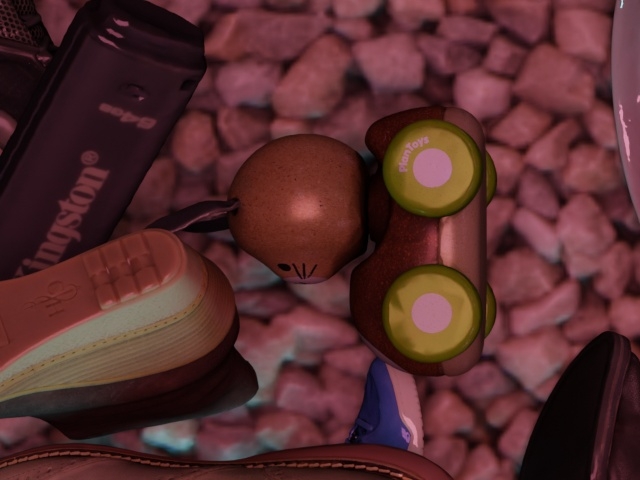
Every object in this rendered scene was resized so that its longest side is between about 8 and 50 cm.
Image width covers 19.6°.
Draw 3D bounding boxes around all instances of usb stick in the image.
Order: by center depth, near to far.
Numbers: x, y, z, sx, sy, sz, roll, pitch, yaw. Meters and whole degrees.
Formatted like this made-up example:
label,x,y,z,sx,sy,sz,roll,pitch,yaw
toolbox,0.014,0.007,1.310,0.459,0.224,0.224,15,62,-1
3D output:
label,x,y,z,sx,sy,sz,roll,pitch,yaw
usb stick,-0.150,-0.012,1.012,0.077,0.045,0.278,22,120,-20

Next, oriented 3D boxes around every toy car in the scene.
label,x,y,z,sx,sy,sz,roll,pitch,yaw
toy car,0.000,0.000,1.030,0.188,0.155,0.149,0,89,9

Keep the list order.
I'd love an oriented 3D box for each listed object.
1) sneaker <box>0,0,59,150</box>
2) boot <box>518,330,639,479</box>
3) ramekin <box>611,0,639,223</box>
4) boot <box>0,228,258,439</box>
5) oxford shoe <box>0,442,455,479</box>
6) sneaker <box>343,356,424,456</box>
label,x,y,z,sx,sy,sz,roll,pitch,yaw
sneaker,-0.178,-0.128,1.054,0.227,0.087,0.130,40,95,5
boot,0.232,0.196,1.055,0.229,0.091,0.263,14,64,-18
ramekin,0.244,-0.072,1.005,0.109,0.207,0.207,-9,89,-10
boot,-0.160,0.078,0.992,0.248,0.207,0.090,-15,66,0
oxford shoe,-0.122,0.182,0.995,0.397,0.146,0.140,-13,90,17
sneaker,0.013,0.140,1.067,0.084,0.058,0.152,0,96,-9
